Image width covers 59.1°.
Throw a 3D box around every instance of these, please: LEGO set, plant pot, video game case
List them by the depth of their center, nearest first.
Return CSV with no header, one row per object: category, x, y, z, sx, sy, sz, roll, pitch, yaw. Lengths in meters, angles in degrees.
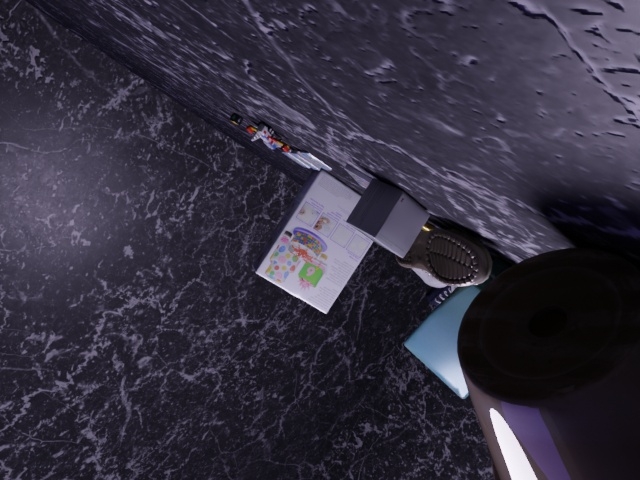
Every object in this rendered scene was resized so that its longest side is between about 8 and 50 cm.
plant pot,0.294,0.167,0.600,0.280,0.323,0.323,50,173,-25
plant pot,0.313,0.160,1.120,0.166,0.165,0.234,42,141,17
video game case,0.101,-0.113,1.145,0.087,0.011,0.122,32,-178,21
LEGO set,-0.109,-0.226,1.374,0.244,0.060,0.182,32,178,-25

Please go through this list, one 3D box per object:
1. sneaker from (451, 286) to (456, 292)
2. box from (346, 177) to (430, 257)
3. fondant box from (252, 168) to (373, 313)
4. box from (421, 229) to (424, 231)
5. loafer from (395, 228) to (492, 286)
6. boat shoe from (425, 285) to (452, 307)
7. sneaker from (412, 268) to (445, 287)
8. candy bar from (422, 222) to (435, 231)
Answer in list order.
sneaker,0.413,0.128,1.319,0.127,0.208,0.319,-7,-132,-11
box,0.126,-0.041,1.046,0.101,0.102,0.087,32,179,-42
fondant box,0.000,0.000,1.559,0.238,0.330,0.096,32,-179,-19
box,0.214,-0.017,1.355,0.052,0.062,0.083,33,-178,-8
loafer,0.240,0.021,1.073,0.092,0.102,0.268,-4,-169,-22
boat shoe,0.471,0.184,1.957,0.127,0.158,0.340,32,-178,-5
sneaker,0.353,0.079,1.990,0.123,0.106,0.290,29,-176,-27
candy bar,0.187,-0.057,1.227,0.161,0.018,0.040,32,178,-6
